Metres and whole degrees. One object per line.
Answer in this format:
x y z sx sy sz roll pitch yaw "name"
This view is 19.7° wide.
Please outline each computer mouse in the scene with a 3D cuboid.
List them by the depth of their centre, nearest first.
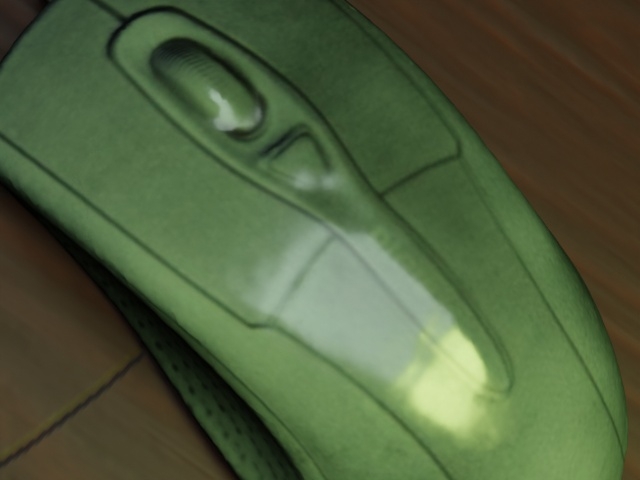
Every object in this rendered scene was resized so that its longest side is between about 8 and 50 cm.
0.000 0.000 0.837 0.371 0.122 0.188 46 70 3 "computer mouse"
